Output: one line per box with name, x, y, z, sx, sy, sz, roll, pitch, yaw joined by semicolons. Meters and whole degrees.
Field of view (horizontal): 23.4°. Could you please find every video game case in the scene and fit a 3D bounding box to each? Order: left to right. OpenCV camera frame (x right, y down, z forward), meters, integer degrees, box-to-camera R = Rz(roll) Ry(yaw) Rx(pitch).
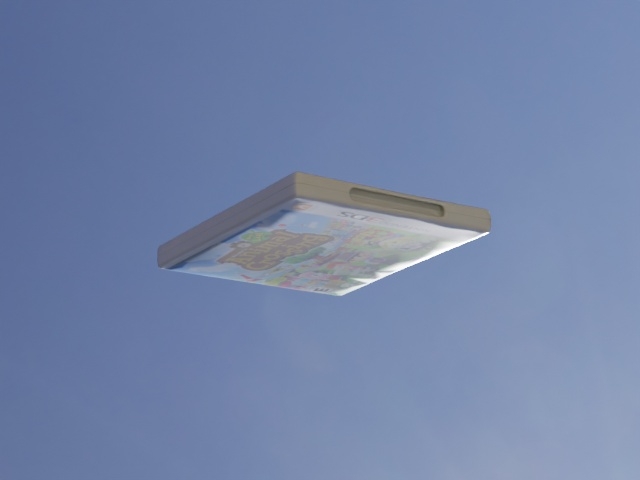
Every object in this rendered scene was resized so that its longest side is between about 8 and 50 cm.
video game case;0.000;0.000;1.276;0.193;0.212;0.023;10;-111;-34
